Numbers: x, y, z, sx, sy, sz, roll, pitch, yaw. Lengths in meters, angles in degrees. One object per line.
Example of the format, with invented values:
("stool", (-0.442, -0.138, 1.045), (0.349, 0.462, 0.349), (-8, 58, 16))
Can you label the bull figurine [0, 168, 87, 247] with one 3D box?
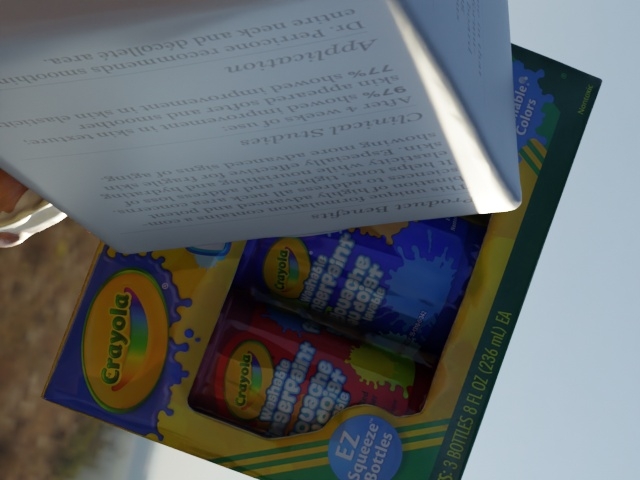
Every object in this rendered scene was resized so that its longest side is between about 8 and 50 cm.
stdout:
("bull figurine", (-0.387, -0.042, 1.734), (0.188, 0.310, 0.101), (-31, 122, -45))

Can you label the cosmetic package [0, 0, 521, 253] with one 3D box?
("cosmetic package", (-0.065, -0.211, 1.081), (0.394, 0.329, 0.327), (47, 39, -66))

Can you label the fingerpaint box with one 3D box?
("fingerpaint box", (0.000, 0.000, 1.459), (0.163, 0.371, 0.445), (140, -29, -82))
